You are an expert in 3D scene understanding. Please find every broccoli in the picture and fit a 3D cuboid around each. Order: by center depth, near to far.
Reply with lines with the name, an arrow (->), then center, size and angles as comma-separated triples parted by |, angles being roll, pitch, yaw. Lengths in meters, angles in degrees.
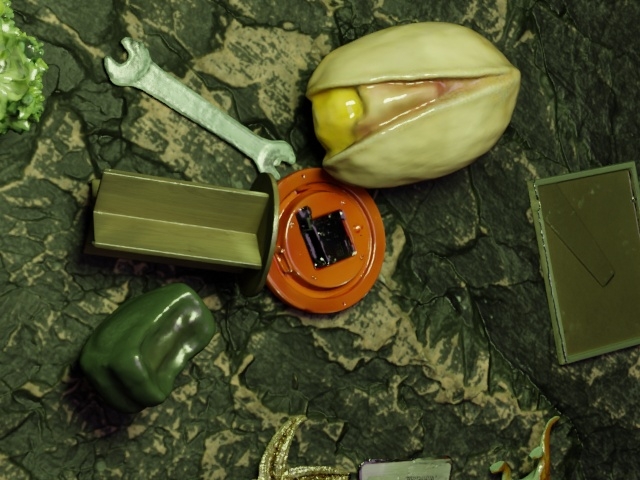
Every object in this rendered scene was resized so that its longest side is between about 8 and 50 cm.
broccoli -> -0.460, -0.226, 1.617 | 0.288, 0.260, 0.235 | -15, 49, -45

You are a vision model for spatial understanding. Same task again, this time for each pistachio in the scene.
pistachio -> 0.129, -0.190, 1.927 | 0.309, 0.230, 0.229 | -14, 93, -24

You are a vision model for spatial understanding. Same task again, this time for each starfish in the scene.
starfish -> -0.060, 0.343, 1.883 | 0.238, 0.057, 0.213 | 3, 77, -32

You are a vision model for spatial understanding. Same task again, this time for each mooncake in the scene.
mooncake -> -0.212, 0.134, 1.754 | 0.175, 0.168, 0.104 | -40, 106, -9

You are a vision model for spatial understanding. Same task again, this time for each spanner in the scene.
spanner -> -0.160, -0.172, 1.887 | 0.302, 0.017, 0.071 | 34, 72, -22

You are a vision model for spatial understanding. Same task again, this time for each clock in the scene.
clock -> 0.000, 0.000, 1.942 | 0.205, 0.051, 0.205 | 2, 87, -29

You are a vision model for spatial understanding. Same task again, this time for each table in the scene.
table -> -0.185, -0.022, 1.797 | 0.227, 0.167, 0.167 | 8, 82, -18

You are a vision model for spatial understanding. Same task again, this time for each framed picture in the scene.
framed picture -> 0.435, 0.032, 2.191 | 0.211, 0.020, 0.289 | -12, 92, -29

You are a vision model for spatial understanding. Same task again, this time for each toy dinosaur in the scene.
toy dinosaur -> 0.320, 0.377, 2.085 | 0.212, 0.057, 0.142 | -34, 114, -25

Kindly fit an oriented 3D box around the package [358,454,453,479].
package -> 0.122, 0.428, 1.986 | 0.154, 0.030, 0.239 | 3, 85, -29
